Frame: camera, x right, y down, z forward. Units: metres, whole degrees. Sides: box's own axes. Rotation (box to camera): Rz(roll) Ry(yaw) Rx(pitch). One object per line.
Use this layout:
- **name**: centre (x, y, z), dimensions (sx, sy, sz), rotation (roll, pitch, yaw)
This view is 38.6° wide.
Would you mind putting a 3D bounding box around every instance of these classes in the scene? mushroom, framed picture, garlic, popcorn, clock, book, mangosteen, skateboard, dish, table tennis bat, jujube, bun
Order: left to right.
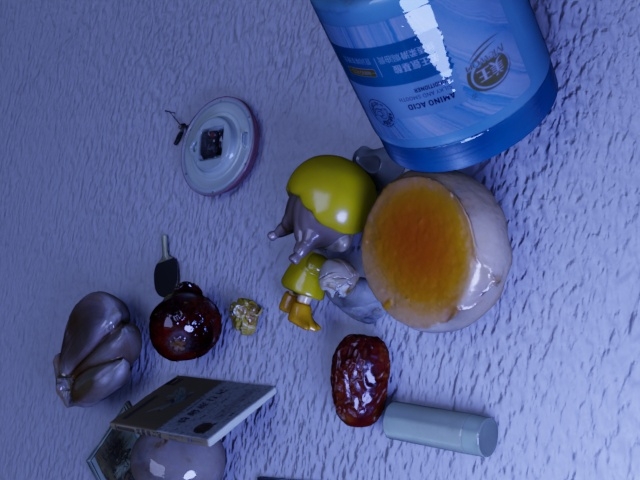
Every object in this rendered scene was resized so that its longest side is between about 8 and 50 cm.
- **garlic**: centre (-0.539, 0.260, 2.235), dimensions (0.325, 0.132, 0.279), rotation (-40, 57, 29)
- **framed picture**: centre (-0.460, 0.549, 2.174), dimensions (0.217, 0.017, 0.274), rotation (-55, 51, 15)
- **table tennis bat**: centre (-0.376, 0.062, 2.223), dimensions (0.087, 0.013, 0.156), rotation (-18, 69, 37)
- **skateboard**: centre (-0.368, -0.287, 2.292), dimensions (0.083, 0.032, 0.063), rotation (53, 124, 32)
- **mushroom**: centre (-0.304, 0.486, 1.967), dimensions (0.204, 0.204, 0.204), rotation (-11, 73, 38)
- **mangosteen**: centre (-0.303, 0.179, 2.049), dimensions (0.166, 0.166, 0.180), rotation (-47, 30, 22)
- **book**: centre (-0.274, 0.357, 1.947), dimensions (0.311, 0.217, 0.021), rotation (-1, 112, 40)
- **clock**: centre (-0.241, -0.222, 2.149), dimensions (0.245, 0.056, 0.244), rotation (-11, 72, 39)
- **popcorn**: centre (-0.171, 0.162, 1.981), dimensions (0.084, 0.084, 0.084), rotation (-11, 73, 38)
- **mushroom**: centre (0.056, 0.094, 1.716), dimensions (0.092, 0.223, 0.081), rotation (6, 72, 29)
- **jujube**: centre (0.075, 0.265, 1.730), dimensions (0.112, 0.109, 0.176), rotation (167, 110, -74)
- **dish**: centre (0.104, -0.155, 1.850), dimensions (0.137, 0.039, 0.091), rotation (30, 99, 39)
- **bun**: centre (0.223, 0.016, 1.626), dimensions (0.299, 0.165, 0.298), rotation (6, 99, 47)

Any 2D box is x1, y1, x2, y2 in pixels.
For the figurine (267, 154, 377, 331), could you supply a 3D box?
- **figurine**: centre (0.000, 0.000, 1.819), dimensions (0.215, 0.187, 0.343), rotation (26, 104, 55)

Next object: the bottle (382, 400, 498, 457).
- **bottle**: centre (0.211, 0.334, 1.621), dimensions (0.202, 0.072, 0.072), rotation (1, 80, 40)

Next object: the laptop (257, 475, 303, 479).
- **laptop**: centre (-0.064, 0.546, 1.840), dimensions (0.180, 0.016, 0.129), rotation (-7, 75, 38)

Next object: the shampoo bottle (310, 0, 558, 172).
- **shampoo bottle**: centre (0.193, -0.350, 1.543), dimensions (0.331, 0.342, 0.331), rotation (-20, 36, 15)
